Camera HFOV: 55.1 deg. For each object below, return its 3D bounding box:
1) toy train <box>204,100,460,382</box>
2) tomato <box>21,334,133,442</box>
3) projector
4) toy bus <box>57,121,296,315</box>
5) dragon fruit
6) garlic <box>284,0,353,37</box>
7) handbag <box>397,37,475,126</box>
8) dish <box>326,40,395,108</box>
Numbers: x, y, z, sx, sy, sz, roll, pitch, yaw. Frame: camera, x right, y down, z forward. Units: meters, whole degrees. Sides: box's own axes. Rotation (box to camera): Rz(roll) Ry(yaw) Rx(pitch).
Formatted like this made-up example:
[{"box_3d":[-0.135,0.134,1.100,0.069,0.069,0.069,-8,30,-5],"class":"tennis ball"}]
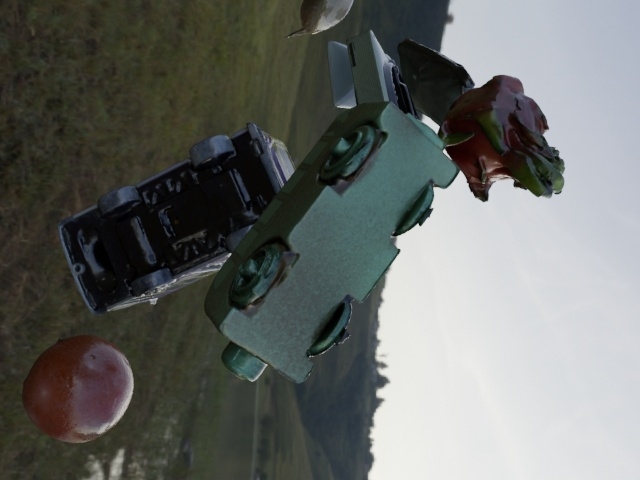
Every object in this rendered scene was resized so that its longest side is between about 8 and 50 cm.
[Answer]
[{"box_3d":[0.000,0.000,0.659,0.326,0.129,0.159,-54,-160,-4],"class":"toy train"},{"box_3d":[-0.602,0.378,1.546,0.265,0.265,0.264,-177,-90,-85],"class":"tomato"},{"box_3d":[0.136,-0.206,1.104,0.259,0.079,0.257,36,42,-62],"class":"projector"},{"box_3d":[-0.251,-0.032,1.196,0.209,0.440,0.249,66,13,4],"class":"toy bus"},{"box_3d":[0.327,-0.165,1.071,0.269,0.200,0.198,44,-57,26],"class":"dragon fruit"},{"box_3d":[0.002,-0.542,1.404,0.129,0.091,0.198,29,-82,40],"class":"garlic"},{"box_3d":[0.286,-0.375,1.517,0.332,0.075,0.191,-125,-165,-51],"class":"handbag"},{"box_3d":[0.135,-0.458,1.702,0.080,0.243,0.181,-9,-93,46],"class":"dish"}]
